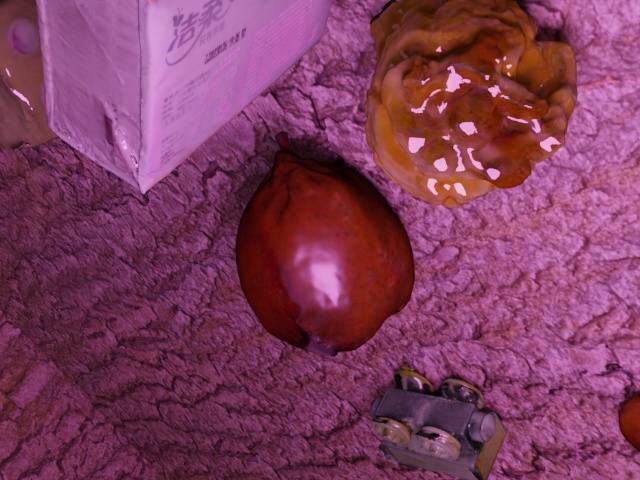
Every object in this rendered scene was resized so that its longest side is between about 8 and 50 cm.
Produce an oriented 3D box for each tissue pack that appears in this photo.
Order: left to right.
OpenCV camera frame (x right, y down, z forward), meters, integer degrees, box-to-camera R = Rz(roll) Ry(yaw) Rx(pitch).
[{"bbox_3d":[-0.155,-0.311,1.089,0.205,0.405,0.331,34,144,14],"label":"tissue pack"}]

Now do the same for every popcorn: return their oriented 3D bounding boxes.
[{"bbox_3d":[0.181,-0.180,1.063,0.293,0.237,0.293,1,98,9],"label":"popcorn"}]

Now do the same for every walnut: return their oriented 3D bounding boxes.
[{"bbox_3d":[0.573,0.316,1.360,0.207,0.116,0.116,30,144,13],"label":"walnut"}]

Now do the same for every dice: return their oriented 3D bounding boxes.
[{"bbox_3d":[-0.528,-0.323,1.546,0.252,0.254,0.249,2,127,43],"label":"dice"}]

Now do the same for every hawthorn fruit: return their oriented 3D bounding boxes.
[{"bbox_3d":[0.008,0.021,1.408,0.308,0.308,0.324,24,131,22],"label":"hawthorn fruit"}]

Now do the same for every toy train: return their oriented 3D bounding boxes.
[{"bbox_3d":[0.229,0.369,1.699,0.272,0.159,0.188,3,140,41],"label":"toy train"}]
